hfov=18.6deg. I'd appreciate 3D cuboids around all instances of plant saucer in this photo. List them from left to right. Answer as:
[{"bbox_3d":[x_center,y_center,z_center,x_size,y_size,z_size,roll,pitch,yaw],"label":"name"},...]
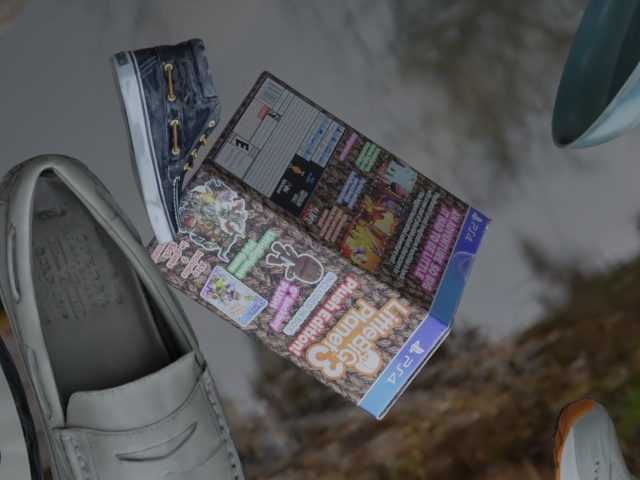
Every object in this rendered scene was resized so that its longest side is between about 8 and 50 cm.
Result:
[{"bbox_3d":[0.253,-0.201,1.381,0.317,0.044,0.317,-64,-175,10],"label":"plant saucer"}]

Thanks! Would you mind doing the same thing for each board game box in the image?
[{"bbox_3d":[0.000,0.000,1.990,0.141,0.291,0.232,-54,-176,32],"label":"board game box"}]

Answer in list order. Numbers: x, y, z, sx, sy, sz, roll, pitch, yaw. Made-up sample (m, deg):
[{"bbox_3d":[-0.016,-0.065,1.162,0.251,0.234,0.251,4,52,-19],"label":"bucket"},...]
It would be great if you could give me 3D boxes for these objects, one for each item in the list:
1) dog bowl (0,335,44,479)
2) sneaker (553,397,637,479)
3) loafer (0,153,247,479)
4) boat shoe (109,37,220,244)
[{"bbox_3d":[-0.397,0.189,1.426,0.408,0.408,0.150,-44,157,29],"label":"dog bowl"},{"bbox_3d":[0.240,0.222,1.373,0.121,0.262,0.099,-16,-162,11],"label":"sneaker"},{"bbox_3d":[-0.114,0.100,1.151,0.112,0.319,0.111,-25,176,-14],"label":"loafer"},{"bbox_3d":[-0.123,-0.084,1.690,0.083,0.065,0.183,-14,120,-9],"label":"boat shoe"}]
